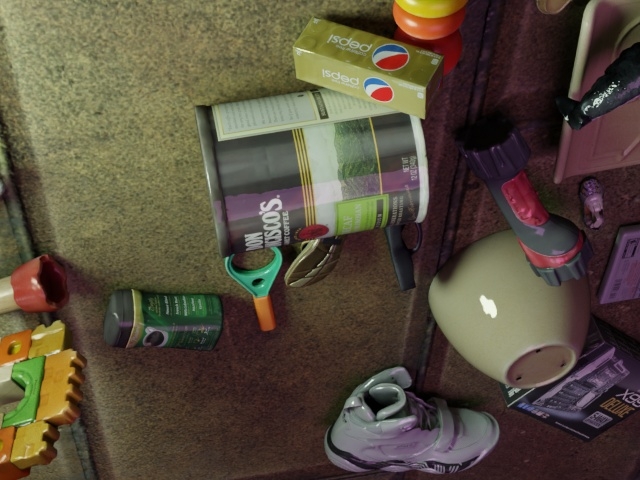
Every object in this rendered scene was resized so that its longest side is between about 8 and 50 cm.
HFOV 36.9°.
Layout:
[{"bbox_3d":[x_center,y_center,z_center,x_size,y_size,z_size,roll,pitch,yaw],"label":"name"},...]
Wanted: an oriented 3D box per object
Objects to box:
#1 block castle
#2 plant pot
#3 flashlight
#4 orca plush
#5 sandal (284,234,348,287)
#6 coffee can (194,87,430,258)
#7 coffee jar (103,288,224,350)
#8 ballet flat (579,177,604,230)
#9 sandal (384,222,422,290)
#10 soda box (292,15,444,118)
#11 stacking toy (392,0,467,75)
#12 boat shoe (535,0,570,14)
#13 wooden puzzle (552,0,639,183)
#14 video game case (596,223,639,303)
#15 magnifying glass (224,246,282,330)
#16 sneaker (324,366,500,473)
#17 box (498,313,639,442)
[{"bbox_3d":[-0.458,0.156,1.230,0.212,0.453,0.303,-15,139,13],"label":"block castle"},{"bbox_3d":[0.349,0.142,1.655,0.284,0.191,0.284,-9,140,-8],"label":"plant pot"},{"bbox_3d":[0.320,-0.058,1.455,0.103,0.103,0.304,-37,127,-1],"label":"flashlight"},{"bbox_3d":[0.424,-0.255,1.217,0.287,0.151,0.102,-28,95,23],"label":"orca plush"},{"bbox_3d":[0.000,0.000,1.504,0.072,0.049,0.180,11,118,-35],"label":"sandal"},{"bbox_3d":[-0.015,-0.099,1.265,0.275,0.202,0.202,-10,139,-6],"label":"coffee can"},{"bbox_3d":[-0.254,0.128,1.540,0.184,0.079,0.096,5,139,-23],"label":"coffee jar"},{"bbox_3d":[0.452,-0.055,1.580,0.041,0.041,0.114,-18,139,3],"label":"ballet flat"},{"bbox_3d":[0.129,-0.012,1.496,0.054,0.097,0.254,-16,150,3],"label":"sandal"},{"bbox_3d":[0.059,-0.215,1.188,0.181,0.061,0.058,20,150,18],"label":"soda box"},{"bbox_3d":[0.134,-0.318,1.126,0.141,0.141,0.330,-12,143,-4],"label":"stacking toy"},{"bbox_3d":[0.322,-0.345,1.208,0.056,0.048,0.153,8,134,-24],"label":"boat shoe"},{"bbox_3d":[0.496,-0.244,1.360,0.347,0.081,0.322,-14,140,-9],"label":"wooden puzzle"},{"bbox_3d":[0.609,0.034,1.738,0.183,0.023,0.201,-9,139,-7],"label":"video game case"},{"bbox_3d":[-0.100,0.072,1.566,0.092,0.026,0.231,-12,140,-4],"label":"magnifying glass"},{"bbox_3d":[0.198,0.357,1.888,0.365,0.137,0.210,-1,140,-11],"label":"sneaker"},{"bbox_3d":[0.551,0.289,1.967,0.242,0.077,0.307,-40,133,25],"label":"box"}]
